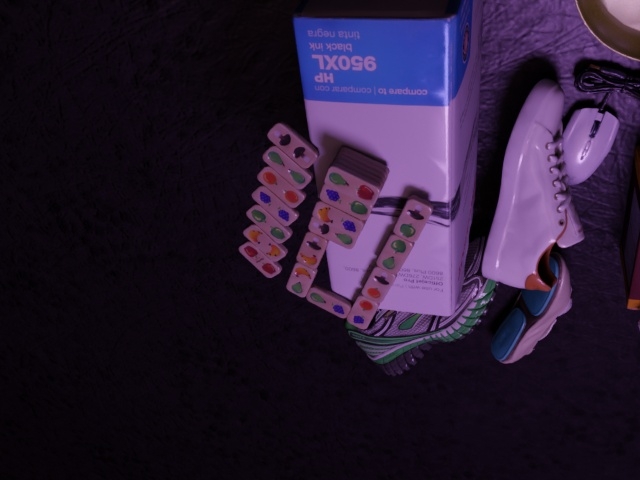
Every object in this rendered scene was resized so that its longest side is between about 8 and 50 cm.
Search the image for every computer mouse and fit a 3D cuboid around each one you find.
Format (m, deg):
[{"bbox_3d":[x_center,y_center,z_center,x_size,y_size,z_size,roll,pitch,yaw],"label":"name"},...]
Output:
[{"bbox_3d":[0.365,-0.141,0.984,0.105,0.042,0.193,16,132,2],"label":"computer mouse"}]

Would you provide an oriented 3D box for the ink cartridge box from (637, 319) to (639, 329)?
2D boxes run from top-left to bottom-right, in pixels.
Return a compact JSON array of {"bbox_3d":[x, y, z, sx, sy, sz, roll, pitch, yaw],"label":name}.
[{"bbox_3d":[0.574,0.113,0.979,0.224,0.056,0.181,18,137,-27],"label":"ink cartridge box"}]

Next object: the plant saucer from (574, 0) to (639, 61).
[{"bbox_3d":[0.409,-0.316,0.823,0.240,0.037,0.241,8,131,9],"label":"plant saucer"}]

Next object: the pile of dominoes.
[{"bbox_3d":[0.000,0.000,0.839,0.195,0.040,0.251,26,136,4],"label":"pile of dominoes"}]

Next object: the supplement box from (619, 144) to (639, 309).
[{"bbox_3d":[0.522,-0.013,0.990,0.191,0.129,0.194,2,130,14],"label":"supplement box"}]

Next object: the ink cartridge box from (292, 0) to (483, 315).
[{"bbox_3d":[0.103,-0.146,0.892,0.166,0.286,0.395,5,131,16],"label":"ink cartridge box"}]

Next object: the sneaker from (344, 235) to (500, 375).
[{"bbox_3d":[0.162,0.098,1.192,0.146,0.134,0.343,38,128,-11],"label":"sneaker"}]

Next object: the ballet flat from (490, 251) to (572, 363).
[{"bbox_3d":[0.358,0.111,1.192,0.086,0.086,0.249,20,134,-1],"label":"ballet flat"}]

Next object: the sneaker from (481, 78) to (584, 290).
[{"bbox_3d":[0.308,-0.067,0.983,0.123,0.106,0.290,20,119,28],"label":"sneaker"}]
